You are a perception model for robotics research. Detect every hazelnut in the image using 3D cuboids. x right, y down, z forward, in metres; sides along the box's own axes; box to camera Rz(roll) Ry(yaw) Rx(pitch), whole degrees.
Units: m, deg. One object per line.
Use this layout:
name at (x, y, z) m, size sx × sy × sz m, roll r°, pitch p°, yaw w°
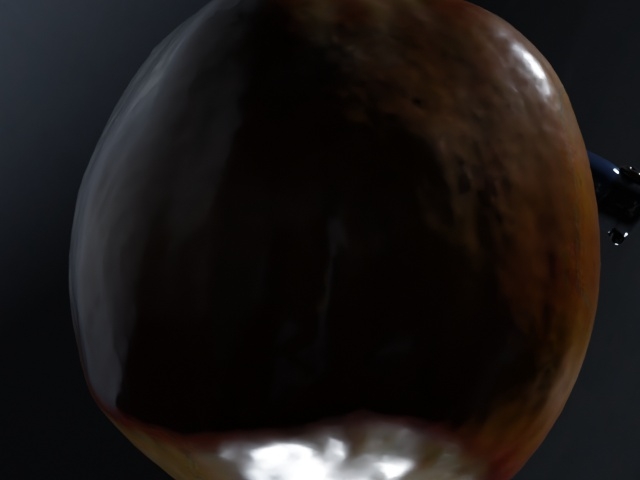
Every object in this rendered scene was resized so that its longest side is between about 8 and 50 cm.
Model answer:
hazelnut at (-0.001, 0.009, 0.864) m, size 0.366 × 0.366 × 0.365 m, roll -24°, pitch 127°, yaw -37°

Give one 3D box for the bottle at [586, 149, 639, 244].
bottle at (0.233, -0.083, 1.399) m, size 0.082 × 0.244 × 0.072 m, roll -61°, pitch 168°, yaw 6°
